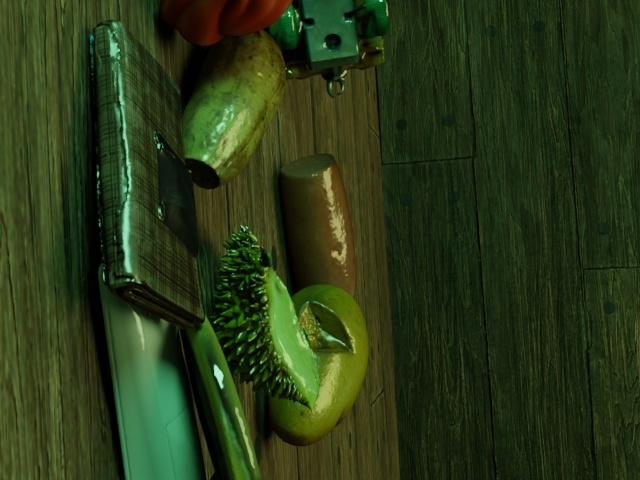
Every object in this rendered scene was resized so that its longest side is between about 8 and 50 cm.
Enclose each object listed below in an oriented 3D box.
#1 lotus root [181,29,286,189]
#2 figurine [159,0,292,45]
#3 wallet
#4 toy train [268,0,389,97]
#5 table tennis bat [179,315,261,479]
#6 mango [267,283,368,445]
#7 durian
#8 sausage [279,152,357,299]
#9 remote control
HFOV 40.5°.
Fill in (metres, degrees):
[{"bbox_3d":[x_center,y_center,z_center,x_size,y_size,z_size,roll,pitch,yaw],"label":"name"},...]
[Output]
[{"bbox_3d":[-0.092,-0.152,0.948,0.110,0.097,0.258,79,16,-47],"label":"lotus root"},{"bbox_3d":[-0.072,-0.327,0.821,0.181,0.208,0.257,31,-41,61],"label":"figurine"},{"bbox_3d":[-0.137,-0.051,0.692,0.124,0.042,0.230,44,31,-62],"label":"wallet"},{"bbox_3d":[-0.007,-0.442,1.345,0.249,0.178,0.429,-98,179,-64],"label":"toy train"},{"bbox_3d":[-0.088,0.215,0.813,0.224,0.054,0.368,-120,-160,-45],"label":"table tennis bat"},{"bbox_3d":[-0.007,0.174,1.211,0.262,0.130,0.167,-77,156,-44],"label":"mango"},{"bbox_3d":[-0.076,0.087,0.959,0.137,0.095,0.220,34,-40,56],"label":"durian"},{"bbox_3d":[0.000,0.000,1.364,0.113,0.114,0.259,-67,151,-68],"label":"sausage"},{"bbox_3d":[-0.133,0.148,0.730,0.103,0.051,0.293,-55,139,-73],"label":"remote control"}]
